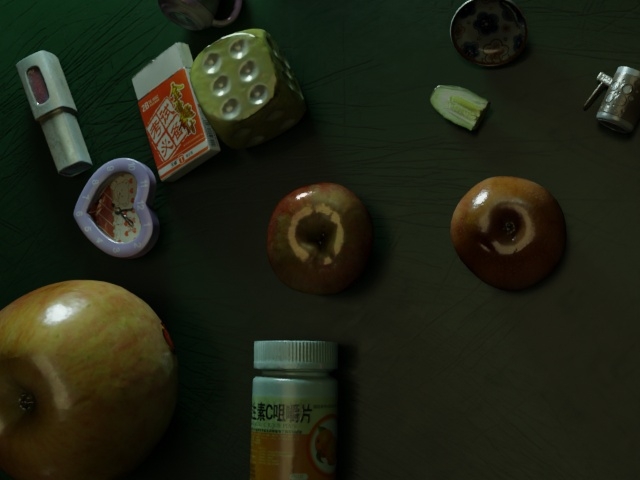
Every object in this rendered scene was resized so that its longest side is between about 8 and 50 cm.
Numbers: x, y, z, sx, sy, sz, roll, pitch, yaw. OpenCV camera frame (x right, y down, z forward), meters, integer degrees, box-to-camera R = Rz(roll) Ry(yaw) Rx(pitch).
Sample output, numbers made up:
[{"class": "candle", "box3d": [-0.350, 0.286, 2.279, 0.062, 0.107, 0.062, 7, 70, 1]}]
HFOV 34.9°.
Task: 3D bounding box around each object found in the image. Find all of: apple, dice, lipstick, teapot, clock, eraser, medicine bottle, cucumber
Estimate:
[{"class": "apple", "box3d": [0.325, -0.014, 1.764, 0.201, 0.162, 0.201, -3, 81, 16]}, {"class": "dice", "box3d": [-0.136, -0.285, 1.921, 0.166, 0.169, 0.169, -27, 77, 11]}, {"class": "lipstick", "box3d": [-0.542, -0.257, 2.082, 0.079, 0.077, 0.253, -24, 79, 12]}, {"class": "teapot", "box3d": [-0.232, -0.495, 2.006, 0.148, 0.116, 0.146, 18, 78, 21]}, {"class": "apple", "box3d": [0.000, 0.000, 1.856, 0.209, 0.164, 0.210, 0, 90, 6]}, {"class": "clock", "box3d": [-0.403, -0.059, 2.025, 0.172, 0.064, 0.198, -8, 81, 15]}, {"class": "eraser", "box3d": [-0.286, -0.250, 1.996, 0.157, 0.038, 0.230, -27, 76, 40]}, {"class": "medicine bottle", "box3d": [-0.047, 0.340, 1.830, 0.158, 0.158, 0.318, -1, 84, 16]}, {"class": "cucumber", "box3d": [0.256, -0.250, 1.877, 0.107, 0.035, 0.067, 33, 104, 22]}, {"class": "apple", "box3d": [-0.457, 0.268, 1.860, 0.391, 0.346, 0.392, -1, 88, 19]}]

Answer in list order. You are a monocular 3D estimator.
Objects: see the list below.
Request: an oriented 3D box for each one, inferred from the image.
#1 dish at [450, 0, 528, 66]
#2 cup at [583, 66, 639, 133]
[{"class": "dish", "box3d": [0.312, -0.398, 1.860, 0.141, 0.078, 0.141, 8, 131, 10]}, {"class": "cup", "box3d": [0.520, -0.249, 1.781, 0.102, 0.074, 0.099, 26, 91, 17]}]
